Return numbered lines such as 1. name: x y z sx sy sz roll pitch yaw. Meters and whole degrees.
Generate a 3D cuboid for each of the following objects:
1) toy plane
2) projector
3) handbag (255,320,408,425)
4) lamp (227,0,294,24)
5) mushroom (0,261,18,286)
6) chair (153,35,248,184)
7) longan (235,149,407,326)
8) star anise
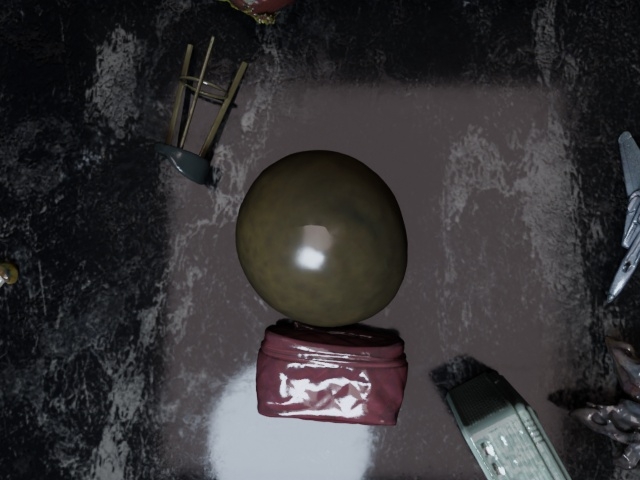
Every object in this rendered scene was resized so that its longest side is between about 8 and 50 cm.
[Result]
1. toy plane: 0.495 -0.027 1.076 0.212 0.088 0.267 31 93 27
2. projector: 0.268 0.295 0.994 0.099 0.257 0.192 -28 86 4
3. handbag: 0.017 0.191 1.070 0.225 0.146 0.135 4 91 6
4. lamp: -0.103 -0.423 1.110 0.156 0.135 0.157 48 62 -25
5. mushroom: -0.617 0.129 1.166 0.306 0.043 0.068 -31 69 3
6. chair: -0.199 -0.202 1.128 0.095 0.104 0.221 11 84 29
7. longan: 0.000 0.000 1.036 0.258 0.258 0.258 0 88 3
8. star anise: 0.502 0.255 1.058 0.258 0.110 0.198 22 89 -2
